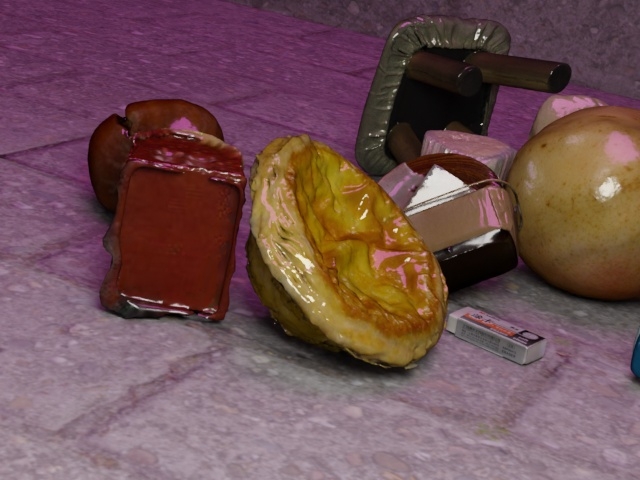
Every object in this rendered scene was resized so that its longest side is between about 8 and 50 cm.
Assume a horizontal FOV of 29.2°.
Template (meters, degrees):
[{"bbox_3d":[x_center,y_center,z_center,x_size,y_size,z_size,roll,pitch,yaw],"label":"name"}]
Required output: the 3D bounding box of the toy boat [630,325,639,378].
[{"bbox_3d":[0.521,0.174,1.477,0.299,0.096,0.062,18,31,18],"label":"toy boat"}]

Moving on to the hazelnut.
[{"bbox_3d":[-0.246,-0.125,1.825,0.181,0.212,0.181,59,4,10],"label":"hazelnut"}]

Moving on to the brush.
[{"bbox_3d":[0.202,-0.067,1.914,0.174,0.166,0.266,16,22,19],"label":"brush"}]

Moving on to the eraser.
[{"bbox_3d":[0.225,0.121,1.577,0.122,0.029,0.052,22,22,33],"label":"eraser"}]

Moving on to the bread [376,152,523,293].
[{"bbox_3d":[0.165,-0.028,1.713,0.224,0.142,0.212,-20,43,3],"label":"bread"}]

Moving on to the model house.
[{"bbox_3d":[-0.181,-0.029,1.564,0.160,0.196,0.254,9,17,-5],"label":"model house"}]

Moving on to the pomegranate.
[{"bbox_3d":[0.427,-0.056,1.771,0.319,0.319,0.319,9,18,-3],"label":"pomegranate"}]

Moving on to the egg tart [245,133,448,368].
[{"bbox_3d":[0.014,0.026,1.486,0.341,0.132,0.341,36,31,-26],"label":"egg tart"}]

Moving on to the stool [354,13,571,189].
[{"bbox_3d":[0.258,-0.224,2.205,0.310,0.310,0.226,-6,31,-37],"label":"stool"}]

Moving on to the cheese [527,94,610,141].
[{"bbox_3d":[0.419,-0.127,2.094,0.159,0.263,0.093,20,-20,5],"label":"cheese"}]
